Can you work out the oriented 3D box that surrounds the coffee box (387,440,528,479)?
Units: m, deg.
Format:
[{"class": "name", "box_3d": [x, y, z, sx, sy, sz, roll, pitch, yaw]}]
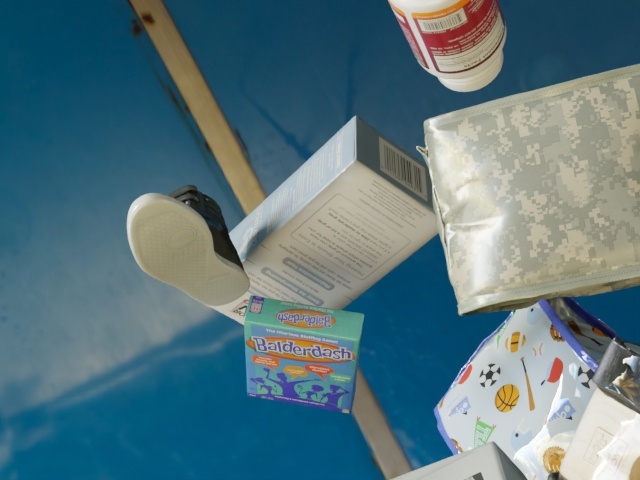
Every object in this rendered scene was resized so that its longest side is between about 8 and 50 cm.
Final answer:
[{"class": "coffee box", "box_3d": [0.163, 0.514, 1.374, 0.338, 0.334, 0.337, -24, -38, 15]}]

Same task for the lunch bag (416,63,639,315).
[{"class": "lunch bag", "box_3d": [0.267, -0.050, 1.226, 0.287, 0.235, 0.169, -11, -8, 9]}]

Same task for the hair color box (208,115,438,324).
[{"class": "hair color box", "box_3d": [0.000, 0.000, 1.640, 0.185, 0.113, 0.374, 32, -54, -25]}]

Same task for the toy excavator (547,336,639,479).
[{"class": "toy excavator", "box_3d": [0.432, 0.255, 1.266, 0.445, 0.433, 0.222, 17, -82, -43]}]

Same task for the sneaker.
[{"class": "sneaker", "box_3d": [-0.200, -0.022, 1.472, 0.105, 0.146, 0.296, -31, -29, 5]}]

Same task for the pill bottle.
[{"class": "pill bottle", "box_3d": [0.112, -0.194, 0.927, 0.086, 0.086, 0.152, -32, -30, 4]}]

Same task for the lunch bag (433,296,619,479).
[{"class": "lunch bag", "box_3d": [0.409, 0.308, 1.833, 0.239, 0.385, 0.327, 8, -57, -52]}]

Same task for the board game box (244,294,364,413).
[{"class": "board game box", "box_3d": [-0.025, 0.165, 1.527, 0.160, 0.047, 0.210, 9, -37, 5]}]
